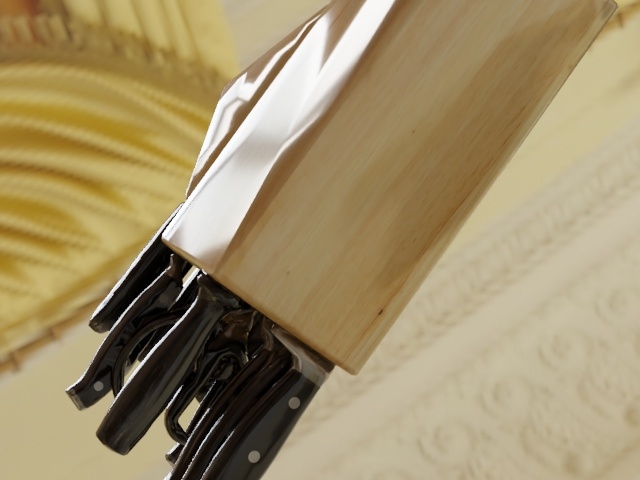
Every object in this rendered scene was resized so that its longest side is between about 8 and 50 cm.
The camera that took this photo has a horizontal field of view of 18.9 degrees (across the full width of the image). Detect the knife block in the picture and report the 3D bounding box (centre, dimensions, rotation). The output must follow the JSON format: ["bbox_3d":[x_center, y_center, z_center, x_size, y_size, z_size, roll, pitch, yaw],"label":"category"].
[{"bbox_3d":[0.000,0.000,0.880,0.275,0.088,0.242,-34,-150,39],"label":"knife block"}]
